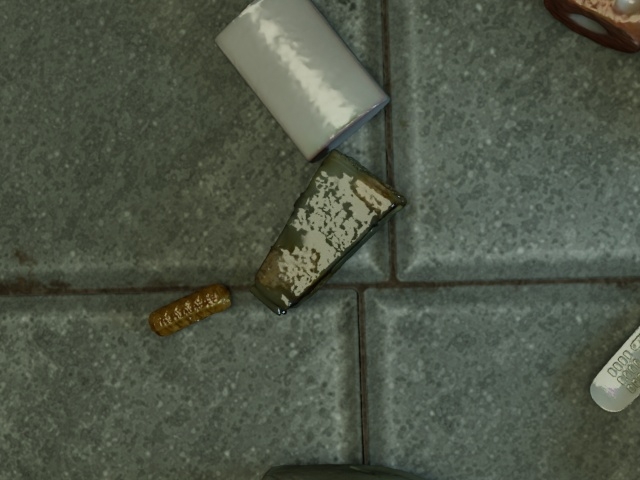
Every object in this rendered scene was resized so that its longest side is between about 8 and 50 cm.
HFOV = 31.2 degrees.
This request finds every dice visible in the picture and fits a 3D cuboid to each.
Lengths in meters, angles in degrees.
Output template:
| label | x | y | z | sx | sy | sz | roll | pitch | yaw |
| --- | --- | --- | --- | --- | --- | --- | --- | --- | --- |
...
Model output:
| label | x | y | z | sx | sy | sz | roll | pitch | yaw |
| --- | --- | --- | --- | --- | --- | --- | --- | --- | --- |
| dice | 0.462 | -0.410 | 1.791 | 0.175 | 0.174 | 0.179 | 27 | 92 | 11 |

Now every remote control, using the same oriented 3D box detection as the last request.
| label | x | y | z | sx | sy | sz | roll | pitch | yaw |
| --- | --- | --- | --- | --- | --- | --- | --- | --- | --- |
| remote control | 0.523 | 0.181 | 1.852 | 0.073 | 0.044 | 0.229 | 40 | 90 | 5 |

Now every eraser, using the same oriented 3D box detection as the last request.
| label | x | y | z | sx | sy | sz | roll | pitch | yaw |
| --- | --- | --- | --- | --- | --- | --- | --- | --- | --- |
| eraser | -0.032 | -0.287 | 1.934 | 0.174 | 0.095 | 0.270 | -39 | 83 | 10 |

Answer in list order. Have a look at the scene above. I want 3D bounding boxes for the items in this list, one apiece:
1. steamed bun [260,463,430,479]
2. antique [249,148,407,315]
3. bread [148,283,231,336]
| label | x | y | z | sx | sy | sz | roll | pitch | yaw |
| --- | --- | --- | --- | --- | --- | --- | --- | --- | --- |
| steamed bun | 0.060 | 0.500 | 1.855 | 0.383 | 0.236 | 0.247 | 8 | 94 | 12 |
| antique | 0.000 | 0.000 | 1.916 | 0.150 | 0.125 | 0.284 | 39 | 98 | 10 |
| bread | -0.228 | 0.122 | 2.007 | 0.157 | 0.044 | 0.052 | -24 | 92 | 12 |
